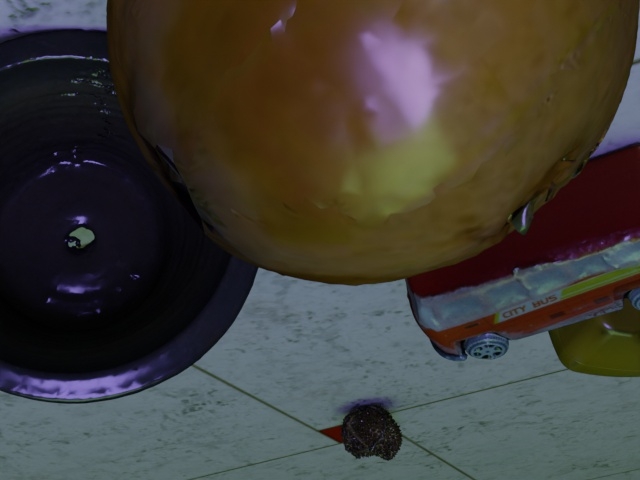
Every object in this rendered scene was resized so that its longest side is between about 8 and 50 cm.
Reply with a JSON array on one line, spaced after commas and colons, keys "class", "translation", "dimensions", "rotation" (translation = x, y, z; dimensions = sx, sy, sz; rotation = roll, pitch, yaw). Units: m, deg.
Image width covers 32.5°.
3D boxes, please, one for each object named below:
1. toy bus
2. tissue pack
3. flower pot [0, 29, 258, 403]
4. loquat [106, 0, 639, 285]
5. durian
[{"class": "toy bus", "translation": [0.192, 0.013, 0.957], "dimensions": [0.265, 0.121, 0.120], "rotation": [-20, 143, 25]}, {"class": "tissue pack", "translation": [0.311, 0.071, 1.085], "dimensions": [0.178, 0.123, 0.127], "rotation": [-1, 149, -15]}, {"class": "flower pot", "translation": [-0.162, -0.008, 0.741], "dimensions": [0.235, 0.235, 0.148], "rotation": [-2, 173, -11]}, {"class": "loquat", "translation": [0.027, -0.106, 0.547], "dimensions": [0.263, 0.263, 0.263], "rotation": [-6, 154, -3]}, {"class": "durian", "translation": [0.069, 0.258, 1.448], "dimensions": [0.080, 0.080, 0.091], "rotation": [-20, 131, 23]}]
